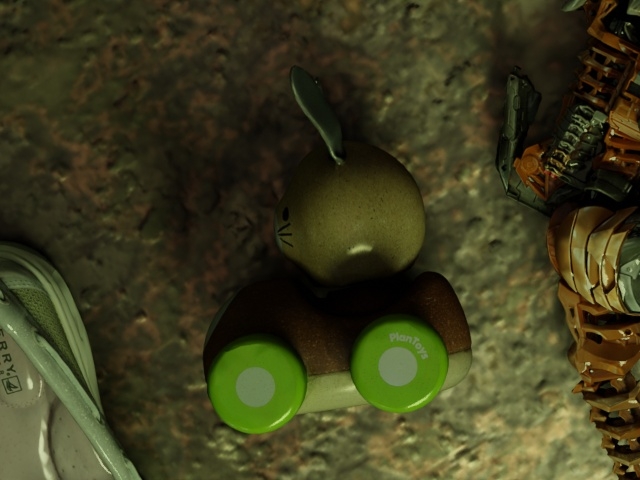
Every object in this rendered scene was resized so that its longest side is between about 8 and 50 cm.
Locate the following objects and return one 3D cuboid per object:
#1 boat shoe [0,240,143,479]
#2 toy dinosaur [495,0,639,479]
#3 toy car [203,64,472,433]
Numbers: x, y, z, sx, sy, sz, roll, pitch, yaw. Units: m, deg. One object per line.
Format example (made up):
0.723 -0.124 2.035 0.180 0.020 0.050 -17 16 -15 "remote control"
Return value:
-0.151 0.158 1.098 0.118 0.103 0.320 -17 98 6 "boat shoe"
0.204 -0.008 1.051 0.218 0.164 0.322 5 119 17 "toy dinosaur"
0.000 0.000 1.044 0.148 0.155 0.188 -8 90 5 "toy car"
